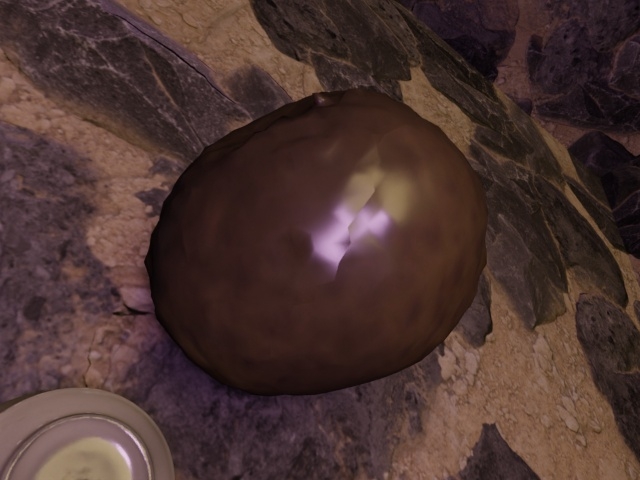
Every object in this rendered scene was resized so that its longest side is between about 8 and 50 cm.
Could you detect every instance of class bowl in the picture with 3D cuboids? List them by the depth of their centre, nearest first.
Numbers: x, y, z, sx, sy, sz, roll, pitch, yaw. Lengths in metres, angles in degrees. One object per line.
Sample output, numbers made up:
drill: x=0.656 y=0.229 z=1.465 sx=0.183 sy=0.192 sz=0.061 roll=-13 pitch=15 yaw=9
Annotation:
bowl: x=-0.239 y=0.241 z=0.458 sx=0.238 sy=0.126 sz=0.237 roll=24 pitch=46 yaw=-27

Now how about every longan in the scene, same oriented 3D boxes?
longan: x=0.008 y=-0.005 z=0.650 sx=0.436 sy=0.404 sz=0.404 roll=-10 pitch=69 yaw=-43
